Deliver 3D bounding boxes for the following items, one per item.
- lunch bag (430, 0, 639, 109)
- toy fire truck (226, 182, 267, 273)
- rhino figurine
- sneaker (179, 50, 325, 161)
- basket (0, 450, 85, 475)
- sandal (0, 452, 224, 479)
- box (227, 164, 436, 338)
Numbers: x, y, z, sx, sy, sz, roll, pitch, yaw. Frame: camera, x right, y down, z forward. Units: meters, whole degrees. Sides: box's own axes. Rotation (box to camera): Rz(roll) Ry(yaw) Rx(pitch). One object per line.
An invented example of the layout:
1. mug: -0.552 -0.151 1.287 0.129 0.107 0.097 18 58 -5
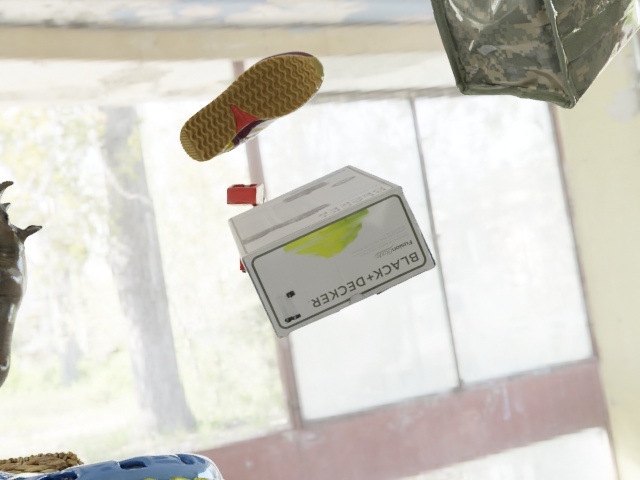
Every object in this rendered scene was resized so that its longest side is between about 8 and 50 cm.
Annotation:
1. lunch bag: 0.216 -0.314 1.005 0.169 0.287 0.235 15 51 43
2. toy fire truck: -0.095 -0.018 1.611 0.047 0.135 0.192 -1 0 11
3. rhino figurine: -0.350 0.051 1.079 0.073 0.243 0.106 -5 -22 39
4. sneaker: -0.071 -0.155 1.162 0.186 0.069 0.084 -27 8 21
5. basket: -0.444 0.512 1.637 0.214 0.299 0.223 -11 32 21
6. sandal: -0.206 0.176 0.636 0.317 0.126 0.138 -4 32 -31
7. box: 0.000 0.000 1.104 0.169 0.087 0.290 -24 11 -3
